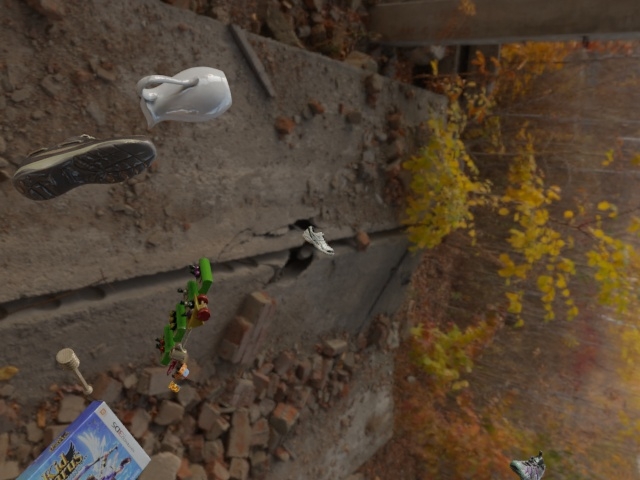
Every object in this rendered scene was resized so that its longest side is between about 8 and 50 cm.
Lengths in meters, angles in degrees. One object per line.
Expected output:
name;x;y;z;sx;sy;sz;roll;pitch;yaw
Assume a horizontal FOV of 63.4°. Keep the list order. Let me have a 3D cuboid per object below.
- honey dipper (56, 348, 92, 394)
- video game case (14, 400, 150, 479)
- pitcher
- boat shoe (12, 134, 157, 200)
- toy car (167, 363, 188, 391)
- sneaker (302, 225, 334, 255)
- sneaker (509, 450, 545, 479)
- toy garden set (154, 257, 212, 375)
honey dipper;-0.460;0.253;0.980;0.030;0.031;0.160;-53;163;-35
video game case;-0.630;0.622;1.408;0.244;0.061;0.269;62;39;-20
pitcher;-0.318;-0.344;1.211;0.207;0.178;0.125;-18;83;-14
boat shoe;-0.610;-0.220;1.341;0.356;0.130;0.132;-16;144;-12
toy car;-0.417;0.411;1.508;0.041;0.060;0.122;40;23;-12
sneaker;0.000;0.000;1.137;0.037;0.083;0.032;-55;169;6
sneaker;0.415;0.441;1.023;0.069;0.038;0.098;-46;126;-9
toy garden set;-0.317;0.180;1.167;0.049;0.203;0.244;23;107;-26
